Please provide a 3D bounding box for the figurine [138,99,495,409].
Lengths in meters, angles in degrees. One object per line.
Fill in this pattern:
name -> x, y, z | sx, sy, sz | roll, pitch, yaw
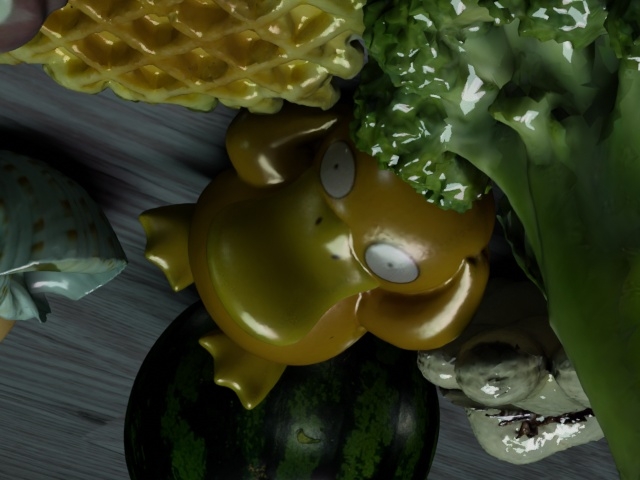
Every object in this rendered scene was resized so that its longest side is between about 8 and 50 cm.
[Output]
figurine -> 0.000, 0.000, 0.934 | 0.215, 0.215, 0.228 | 16, 167, -14

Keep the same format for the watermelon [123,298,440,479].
watermelon -> -0.033, 0.154, 1.141 | 0.269, 0.269, 0.269 | 7, 153, 3

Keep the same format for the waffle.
waffle -> -0.092, -0.142, 0.789 | 0.261, 0.056, 0.250 | 7, 153, -1

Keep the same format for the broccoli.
broccoli -> 0.155, -0.067, 0.655 | 0.186, 0.302, 0.254 | -15, 141, -39

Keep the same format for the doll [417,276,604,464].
doll -> 0.161, 0.100, 0.981 | 0.175, 0.149, 0.278 | 32, -176, 13

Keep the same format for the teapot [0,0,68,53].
teapot -> -0.293, -0.157, 0.644 | 0.315, 0.233, 0.312 | -4, 158, 17

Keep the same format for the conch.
conch -> -0.247, -0.003, 1.026 | 0.172, 0.131, 0.200 | -27, 173, 11

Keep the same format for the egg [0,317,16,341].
egg -> -0.298, 0.053, 1.187 | 0.080, 0.096, 0.080 | 10, 157, 4
